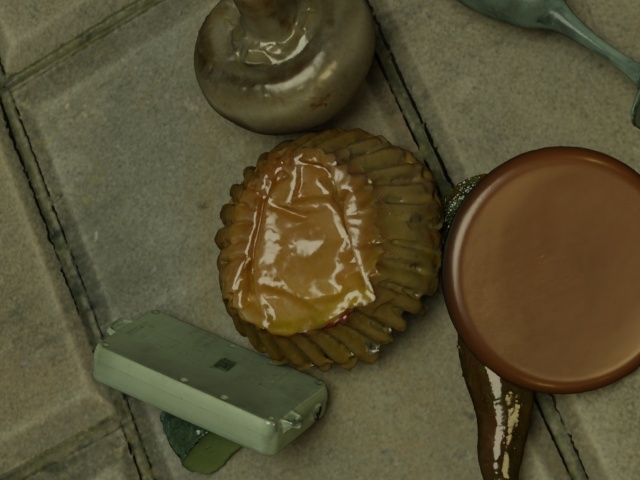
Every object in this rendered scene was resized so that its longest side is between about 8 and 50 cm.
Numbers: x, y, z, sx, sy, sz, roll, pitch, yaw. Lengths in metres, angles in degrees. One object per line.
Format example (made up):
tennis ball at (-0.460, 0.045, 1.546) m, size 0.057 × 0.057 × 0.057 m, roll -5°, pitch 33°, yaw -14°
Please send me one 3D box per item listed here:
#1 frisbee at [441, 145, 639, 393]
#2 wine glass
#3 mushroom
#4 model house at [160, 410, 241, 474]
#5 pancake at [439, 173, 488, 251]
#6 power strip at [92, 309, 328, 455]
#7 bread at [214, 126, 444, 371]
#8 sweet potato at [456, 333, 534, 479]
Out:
frisbee at (0.245, 0.030, 1.889) m, size 0.250 × 0.021 × 0.251 m, roll 0°, pitch 90°, yaw -6°
wine glass at (0.192, -0.173, 1.979) m, size 0.309 × 0.096 × 0.264 m, roll 38°, pitch 94°, yaw 26°
mushroom at (-0.049, -0.227, 2.022) m, size 0.207 × 0.215 × 0.207 m, roll -10°, pitch 55°, yaw 15°
model house at (-0.130, 0.200, 2.061) m, size 0.079 × 0.066 × 0.083 m, roll -49°, pitch 47°, yaw 18°
pancake at (0.169, -0.018, 1.998) m, size 0.108 × 0.017 × 0.108 m, roll -5°, pitch 76°, yaw 22°
power strip at (-0.118, 0.151, 2.029) m, size 0.270 × 0.118 × 0.046 m, roll 21°, pitch 120°, yaw 26°
bread at (0.000, 0.000, 1.992) m, size 0.274 × 0.149 × 0.274 m, roll -6°, pitch 72°, yaw 19°
sweet potato at (0.182, 0.151, 1.929) m, size 0.077 × 0.077 × 0.244 m, roll -9°, pitch 83°, yaw 21°
